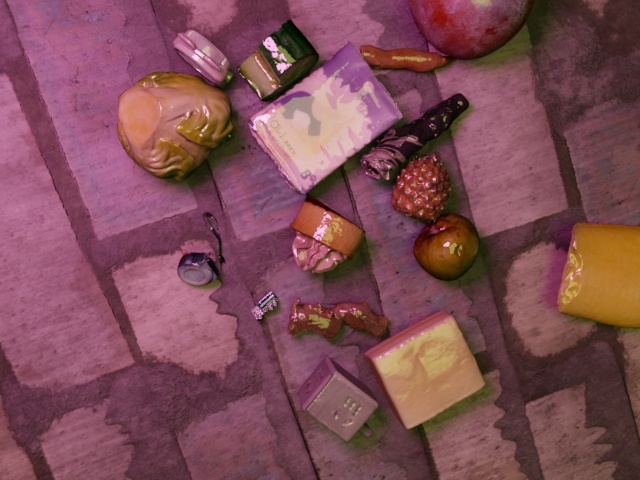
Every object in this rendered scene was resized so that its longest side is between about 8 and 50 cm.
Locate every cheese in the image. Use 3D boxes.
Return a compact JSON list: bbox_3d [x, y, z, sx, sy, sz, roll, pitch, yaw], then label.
[{"bbox_3d":[0.295,0.363,1.550,0.266,0.124,0.242,-28,96,-6],"label":"cheese"}]

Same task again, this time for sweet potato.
[{"bbox_3d":[0.242,-0.484,1.470,0.282,0.067,0.059,2,95,-9],"label":"sweet potato"}]

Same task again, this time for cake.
[{"bbox_3d":[0.000,0.000,1.432,0.185,0.208,0.178,31,97,-33],"label":"cake"}]

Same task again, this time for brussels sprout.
[{"bbox_3d":[-0.341,-0.272,1.313,0.259,0.294,0.227,-46,74,19],"label":"brussels sprout"}]

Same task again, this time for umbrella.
[{"bbox_3d":[0.253,-0.292,1.465,0.358,0.113,0.106,-39,107,-15],"label":"umbrella"}]

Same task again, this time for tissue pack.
[{"bbox_3d":[0.007,-0.310,1.423,0.344,0.125,0.242,-38,102,-3],"label":"tissue pack"}]

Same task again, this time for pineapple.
[{"bbox_3d":[0.279,-0.149,1.473,0.166,0.166,0.193,22,93,-11],"label":"pineapple"}]

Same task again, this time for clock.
[{"bbox_3d":[-0.283,-0.444,1.328,0.151,0.191,0.062,39,90,-12],"label":"clock"}]

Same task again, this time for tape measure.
[{"bbox_3d":[-0.318,0.025,1.458,0.107,0.104,0.179,-8,63,14],"label":"tape measure"}]

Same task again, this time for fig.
[{"bbox_3d":[0.345,0.026,1.493,0.181,0.181,0.191,-28,131,-5],"label":"fig"}]

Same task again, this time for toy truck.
[{"bbox_3d":[-0.151,0.180,1.500,0.083,0.039,0.044,-40,84,-4],"label":"toy truck"}]

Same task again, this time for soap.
[{"bbox_3d":[0.891,0.103,1.618,0.428,0.115,0.305,10,91,-11],"label":"soap"}]

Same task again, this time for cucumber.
[{"bbox_3d":[-0.096,-0.453,1.368,0.191,0.191,0.130,-44,101,-2],"label":"cucumber"}]

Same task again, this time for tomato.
[{"bbox_3d":[0.377,-0.619,1.376,0.317,0.283,0.316,4,81,-25],"label":"tomato"}]

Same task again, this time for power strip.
[{"bbox_3d":[0.069,0.453,1.514,0.224,0.139,0.140,39,89,-11],"label":"power strip"}]

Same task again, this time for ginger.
[{"bbox_3d":[0.055,0.223,1.513,0.290,0.084,0.122,4,89,-10],"label":"ginger"}]
